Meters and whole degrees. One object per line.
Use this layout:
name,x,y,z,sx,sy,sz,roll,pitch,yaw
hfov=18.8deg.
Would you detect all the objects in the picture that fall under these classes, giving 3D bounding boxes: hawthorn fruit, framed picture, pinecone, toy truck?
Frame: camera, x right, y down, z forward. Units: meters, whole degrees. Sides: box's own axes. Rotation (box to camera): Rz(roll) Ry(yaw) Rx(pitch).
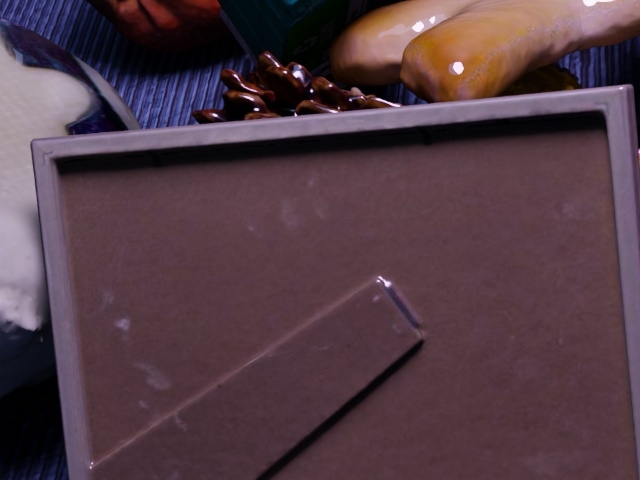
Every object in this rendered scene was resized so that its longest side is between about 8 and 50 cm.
hawthorn fruit,-0.081,-0.220,1.290,0.163,0.162,0.203,4,29,27
framed picture,0.009,0.046,0.892,0.290,0.211,0.020,-4,4,19
pinecone,-0.007,0.002,0.981,0.163,0.163,0.165,21,85,40
toy truck,0.004,-0.159,1.102,0.124,0.253,0.114,-32,81,-13

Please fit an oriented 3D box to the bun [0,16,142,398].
bun,-0.235,-0.002,1.058,0.293,0.187,0.293,10,30,-6

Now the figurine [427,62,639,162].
figurine,0.129,-0.055,1.033,0.115,0.094,0.156,-27,43,-6

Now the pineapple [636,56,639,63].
pineapple,0.260,-0.072,0.992,0.125,0.125,0.251,-32,33,-16

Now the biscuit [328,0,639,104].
biscuit,0.120,-0.119,1.015,0.208,0.047,0.164,-19,15,-18
